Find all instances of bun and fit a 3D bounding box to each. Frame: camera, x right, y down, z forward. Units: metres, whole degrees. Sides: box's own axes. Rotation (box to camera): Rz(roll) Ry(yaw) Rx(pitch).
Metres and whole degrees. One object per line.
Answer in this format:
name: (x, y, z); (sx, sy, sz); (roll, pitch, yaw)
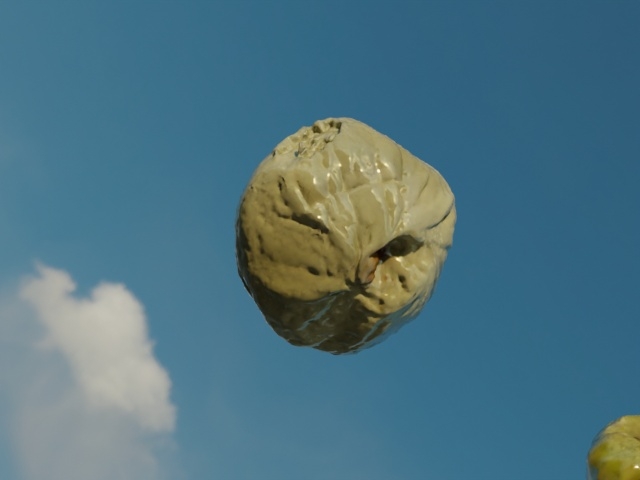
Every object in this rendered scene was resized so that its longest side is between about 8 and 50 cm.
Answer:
bun: (0.029, 0.001, 0.987); (0.134, 0.220, 0.221); (18, -53, 61)

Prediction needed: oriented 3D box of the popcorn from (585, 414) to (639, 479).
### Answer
popcorn: (0.334, 0.224, 0.785); (0.250, 0.235, 0.242); (-14, -86, 12)
